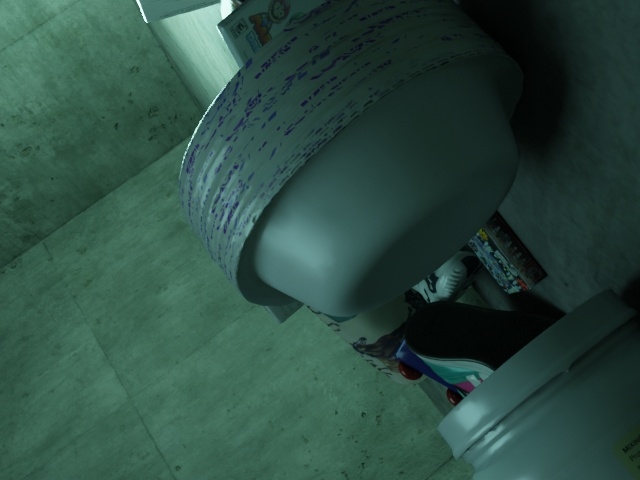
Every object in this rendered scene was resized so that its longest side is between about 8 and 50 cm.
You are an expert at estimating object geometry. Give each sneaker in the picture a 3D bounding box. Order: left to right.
[{"bbox_3d":[0.153,0.025,1.068,0.153,0.094,0.235,43,-178,13],"label":"sneaker"},{"bbox_3d":[0.262,0.177,0.925,0.296,0.123,0.178,15,159,49],"label":"sneaker"}]

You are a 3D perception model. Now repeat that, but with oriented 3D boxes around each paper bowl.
[{"bbox_3d":[0.043,-0.049,0.588,0.148,0.284,0.284,51,174,20],"label":"paper bowl"}]

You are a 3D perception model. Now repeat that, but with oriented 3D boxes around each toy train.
[{"bbox_3d":[0.256,0.192,1.164,0.248,0.143,0.105,28,127,8],"label":"toy train"}]

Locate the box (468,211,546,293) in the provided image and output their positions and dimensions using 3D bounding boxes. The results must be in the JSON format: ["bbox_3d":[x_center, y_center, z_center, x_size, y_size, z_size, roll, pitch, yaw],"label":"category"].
[{"bbox_3d":[0.203,0.000,0.867,0.137,0.027,0.094,53,173,6],"label":"box"}]

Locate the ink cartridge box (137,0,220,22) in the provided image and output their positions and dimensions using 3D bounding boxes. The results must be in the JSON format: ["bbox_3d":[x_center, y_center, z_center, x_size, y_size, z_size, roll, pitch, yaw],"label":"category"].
[{"bbox_3d":[-0.201,-0.421,0.851,0.307,0.129,0.223,168,83,-84],"label":"ink cartridge box"}]

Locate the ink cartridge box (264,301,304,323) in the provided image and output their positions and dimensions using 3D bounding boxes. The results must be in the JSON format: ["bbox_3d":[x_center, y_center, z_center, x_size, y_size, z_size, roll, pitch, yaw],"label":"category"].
[{"bbox_3d":[0.001,-0.057,0.891,0.117,0.283,0.207,46,172,27],"label":"ink cartridge box"}]

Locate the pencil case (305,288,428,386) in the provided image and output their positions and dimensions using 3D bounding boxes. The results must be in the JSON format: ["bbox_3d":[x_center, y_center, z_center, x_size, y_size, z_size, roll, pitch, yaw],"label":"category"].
[{"bbox_3d":[0.053,0.068,1.286,0.410,0.183,0.160,43,133,-12],"label":"pencil case"}]

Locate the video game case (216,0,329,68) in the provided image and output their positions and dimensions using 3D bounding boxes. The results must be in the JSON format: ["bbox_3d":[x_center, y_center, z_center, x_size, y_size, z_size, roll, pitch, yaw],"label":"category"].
[{"bbox_3d":[-0.029,-0.223,0.825,0.019,0.143,0.157,34,162,42],"label":"video game case"}]

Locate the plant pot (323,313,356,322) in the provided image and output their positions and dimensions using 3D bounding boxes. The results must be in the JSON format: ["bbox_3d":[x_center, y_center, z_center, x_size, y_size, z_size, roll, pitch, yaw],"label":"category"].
[{"bbox_3d":[0.000,0.000,1.089,0.234,0.165,0.166,48,165,2],"label":"plant pot"}]

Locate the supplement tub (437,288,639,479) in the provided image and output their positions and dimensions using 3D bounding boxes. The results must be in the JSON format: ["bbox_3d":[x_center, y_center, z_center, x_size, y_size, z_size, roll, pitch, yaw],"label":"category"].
[{"bbox_3d":[0.275,0.224,0.589,0.325,0.235,0.235,52,174,21],"label":"supplement tub"}]

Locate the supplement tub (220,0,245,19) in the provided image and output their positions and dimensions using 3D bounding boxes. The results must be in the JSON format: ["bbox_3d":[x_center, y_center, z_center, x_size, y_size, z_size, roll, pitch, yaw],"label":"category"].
[{"bbox_3d":[-0.074,-0.302,0.904,0.106,0.106,0.198,54,174,-3],"label":"supplement tub"}]
